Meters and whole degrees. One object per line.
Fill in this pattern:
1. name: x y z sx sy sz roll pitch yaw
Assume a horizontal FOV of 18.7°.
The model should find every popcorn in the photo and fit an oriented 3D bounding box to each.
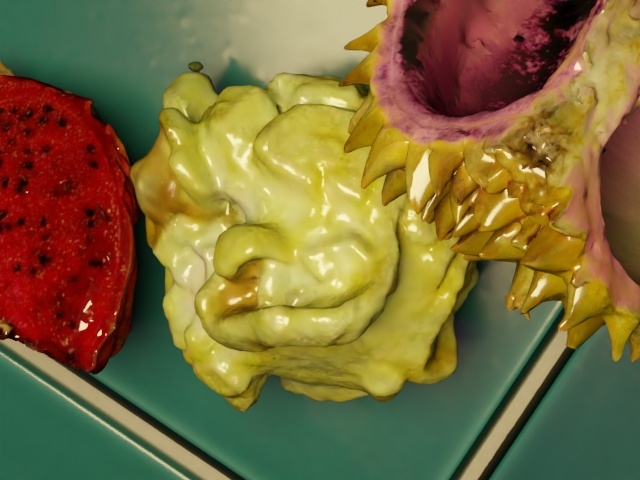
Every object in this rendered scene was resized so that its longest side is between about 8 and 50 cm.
1. popcorn: 0.000 0.000 0.780 0.135 0.162 0.141 -23 122 -18

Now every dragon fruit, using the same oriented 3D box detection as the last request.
1. dragon fruit: -0.121 -0.010 0.824 0.162 0.083 0.106 22 83 29

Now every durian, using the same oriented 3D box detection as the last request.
1. durian: 0.113 -0.076 0.721 0.186 0.154 0.260 51 60 -19
